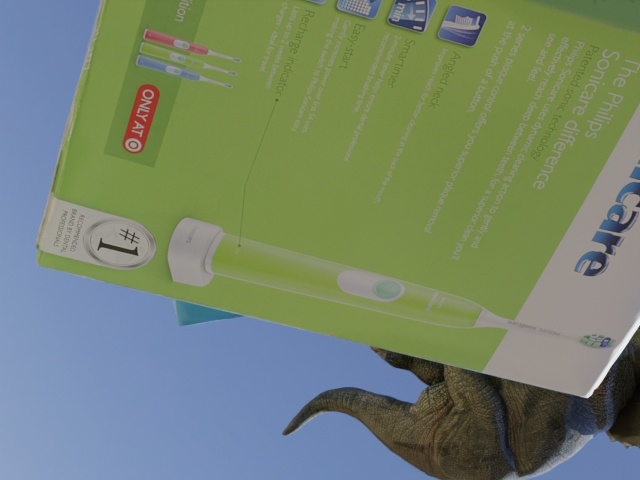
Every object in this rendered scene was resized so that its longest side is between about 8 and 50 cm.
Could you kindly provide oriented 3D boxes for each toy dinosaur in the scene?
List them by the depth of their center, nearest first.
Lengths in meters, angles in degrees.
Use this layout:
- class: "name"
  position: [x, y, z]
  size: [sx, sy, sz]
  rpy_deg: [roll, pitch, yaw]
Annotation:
- class: "toy dinosaur"
  position: [0.128, 0.106, 0.974]
  size: [0.121, 0.313, 0.160]
  rpy_deg: [-100, 166, -79]

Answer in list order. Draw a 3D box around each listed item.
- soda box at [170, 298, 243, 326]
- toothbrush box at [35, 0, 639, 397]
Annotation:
- class: "soda box"
  position: [0.000, 0.000, 0.966]
  size: [0.067, 0.210, 0.071]
  rpy_deg: [-123, -154, -70]
- class: "toothbrush box"
  position: [0.033, -0.063, 0.660]
  size: [0.122, 0.283, 0.206]
  rpy_deg: [-87, -165, -49]
